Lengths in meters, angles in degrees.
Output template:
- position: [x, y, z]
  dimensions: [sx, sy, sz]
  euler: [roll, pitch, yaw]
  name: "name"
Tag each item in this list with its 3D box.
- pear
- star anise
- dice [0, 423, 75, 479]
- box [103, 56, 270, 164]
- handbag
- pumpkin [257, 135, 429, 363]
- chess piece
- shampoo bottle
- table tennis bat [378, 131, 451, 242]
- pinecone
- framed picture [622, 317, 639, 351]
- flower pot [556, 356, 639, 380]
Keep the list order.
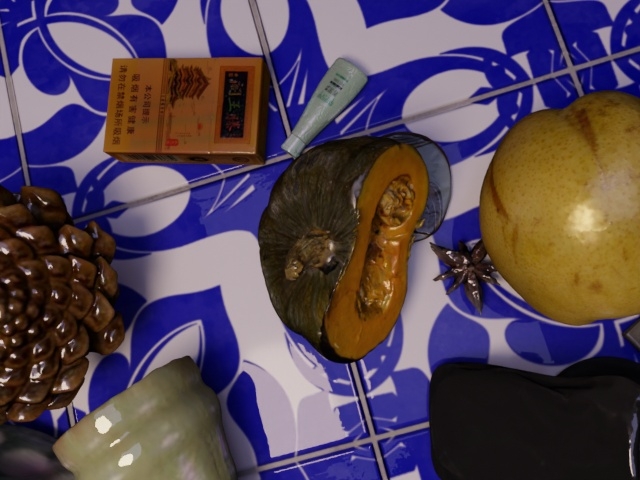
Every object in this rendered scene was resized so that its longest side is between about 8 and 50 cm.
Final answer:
- position: [0.370, -0.043, 0.706]
  dimensions: [0.313, 0.314, 0.315]
  euler: [-1, 82, 6]
  name: "pear"
- position: [0.243, 0.056, 0.825]
  dimensions: [0.124, 0.056, 0.129]
  euler: [-10, 81, 4]
  name: "star anise"
- position: [-0.511, 0.479, 0.704]
  dimensions: [0.327, 0.330, 0.349]
  euler: [22, 87, 12]
  name: "dice"
- position: [-0.232, -0.228, 0.908]
  dimensions: [0.273, 0.076, 0.175]
  euler: [2, 84, 6]
  name: "box"
- position: [0.293, 0.271, 0.699]
  dimensions: [0.332, 0.074, 0.192]
  euler: [-9, 77, 48]
  name: "handbag"
- position: [0.000, 0.000, 0.760]
  dimensions: [0.232, 0.242, 0.325]
  euler: [19, 102, 36]
  name: "pumpkin"
- position: [-0.166, 0.407, 0.746]
  dimensions: [0.234, 0.234, 0.442]
  euler: [-36, 85, 0]
  name: "chess piece"
- position: [0.000, -0.228, 0.900]
  dimensions: [0.069, 0.041, 0.191]
  euler: [38, 88, 5]
  name: "shampoo bottle"
- position: [0.125, -0.041, 0.872]
  dimensions: [0.173, 0.022, 0.302]
  euler: [10, 82, 9]
  name: "table tennis bat"
- position: [-0.502, 0.089, 0.784]
  dimensions: [0.383, 0.384, 0.385]
  euler: [-1, 82, 6]
  name: "pinecone"
- position: [0.645, 0.183, 0.781]
  dimensions: [0.213, 0.016, 0.289]
  euler: [-41, 80, -2]
  name: "framed picture"
- position: [0.442, 0.292, 0.726]
  dimensions: [0.235, 0.148, 0.236]
  euler: [-1, 83, 7]
  name: "flower pot"
